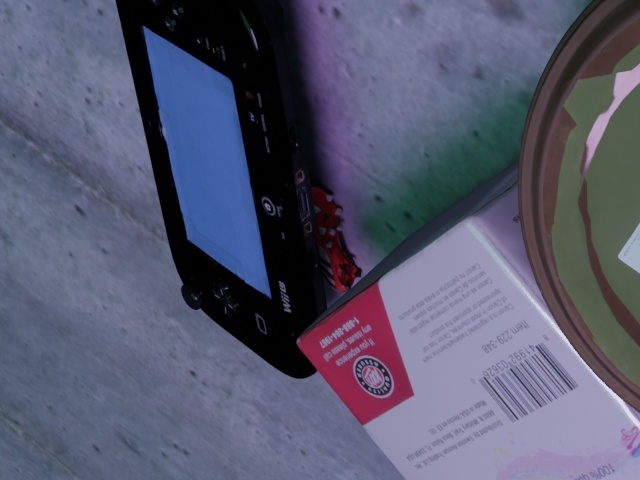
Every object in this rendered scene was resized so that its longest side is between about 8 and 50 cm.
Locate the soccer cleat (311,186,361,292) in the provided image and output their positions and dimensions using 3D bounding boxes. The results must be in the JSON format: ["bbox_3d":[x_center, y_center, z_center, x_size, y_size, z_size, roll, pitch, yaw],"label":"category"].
[{"bbox_3d":[0.000,0.000,1.325,0.035,0.029,0.083,7,132,38],"label":"soccer cleat"}]

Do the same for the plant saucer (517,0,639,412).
[{"bbox_3d":[0.224,-0.015,0.957,0.278,0.041,0.278,8,109,23],"label":"plant saucer"}]

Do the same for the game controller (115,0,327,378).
[{"bbox_3d":[-0.063,-0.055,1.287,0.166,0.067,0.319,44,152,47],"label":"game controller"}]

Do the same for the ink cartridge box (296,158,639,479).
[{"bbox_3d":[0.162,0.110,1.163,0.306,0.131,0.226,50,145,-2],"label":"ink cartridge box"}]
